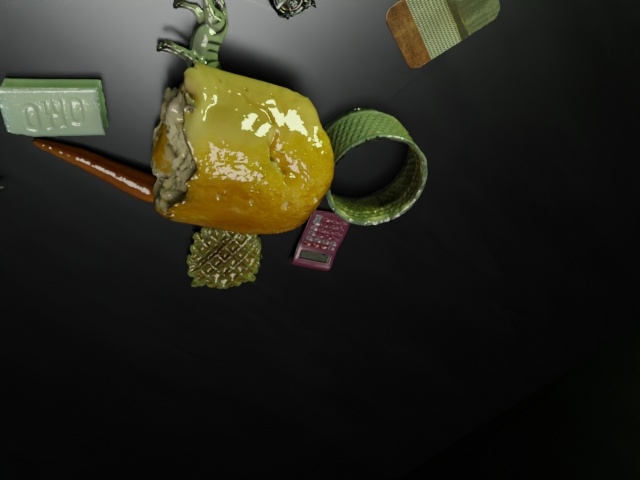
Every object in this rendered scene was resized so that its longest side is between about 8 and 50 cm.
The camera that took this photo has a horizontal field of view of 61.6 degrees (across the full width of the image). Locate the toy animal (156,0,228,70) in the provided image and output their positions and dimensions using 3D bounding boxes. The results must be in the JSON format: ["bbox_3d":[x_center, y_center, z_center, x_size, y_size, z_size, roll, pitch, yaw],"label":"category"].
[{"bbox_3d":[-0.244,-0.412,1.140,0.176,0.073,0.217,15,116,-32],"label":"toy animal"}]

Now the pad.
[{"bbox_3d":[0.250,-0.557,1.167,0.250,0.055,0.323,-31,145,9],"label":"pad"}]

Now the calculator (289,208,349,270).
[{"bbox_3d":[0.000,0.000,1.532,0.126,0.034,0.191,14,116,-22],"label":"calculator"}]

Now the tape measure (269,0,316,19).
[{"bbox_3d":[-0.062,-0.514,1.119,0.094,0.054,0.091,-22,127,-6],"label":"tape measure"}]

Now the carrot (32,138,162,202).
[{"bbox_3d":[-0.501,-0.167,1.266,0.336,0.069,0.069,26,116,-22],"label":"carrot"}]

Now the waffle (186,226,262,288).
[{"bbox_3d":[-0.263,0.043,1.479,0.207,0.054,0.214,-1,120,-10],"label":"waffle"}]

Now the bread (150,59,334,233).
[{"bbox_3d":[-0.168,-0.164,1.189,0.394,0.250,0.361,13,139,-23],"label":"bread"}]

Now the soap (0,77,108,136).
[{"bbox_3d":[-0.569,-0.284,1.151,0.198,0.063,0.115,-4,128,-11],"label":"soap"}]

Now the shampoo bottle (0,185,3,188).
[{"bbox_3d":[-0.758,-0.197,1.172,0.056,0.056,0.195,-13,128,-5],"label":"shampoo bottle"}]

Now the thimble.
[{"bbox_3d":[0.119,-0.181,1.352,0.270,0.150,0.271,-7,127,-10],"label":"thimble"}]
